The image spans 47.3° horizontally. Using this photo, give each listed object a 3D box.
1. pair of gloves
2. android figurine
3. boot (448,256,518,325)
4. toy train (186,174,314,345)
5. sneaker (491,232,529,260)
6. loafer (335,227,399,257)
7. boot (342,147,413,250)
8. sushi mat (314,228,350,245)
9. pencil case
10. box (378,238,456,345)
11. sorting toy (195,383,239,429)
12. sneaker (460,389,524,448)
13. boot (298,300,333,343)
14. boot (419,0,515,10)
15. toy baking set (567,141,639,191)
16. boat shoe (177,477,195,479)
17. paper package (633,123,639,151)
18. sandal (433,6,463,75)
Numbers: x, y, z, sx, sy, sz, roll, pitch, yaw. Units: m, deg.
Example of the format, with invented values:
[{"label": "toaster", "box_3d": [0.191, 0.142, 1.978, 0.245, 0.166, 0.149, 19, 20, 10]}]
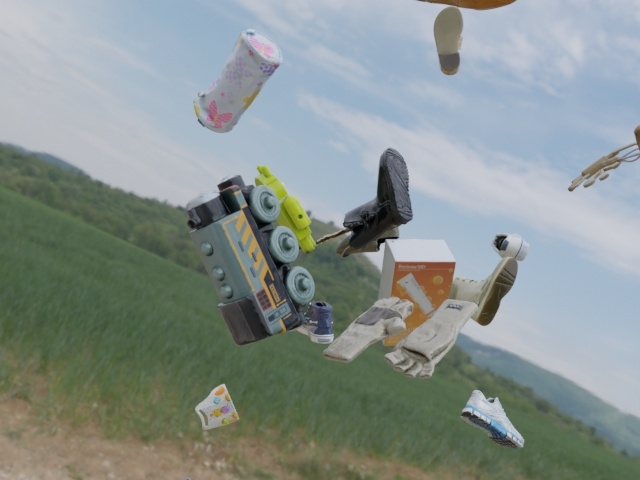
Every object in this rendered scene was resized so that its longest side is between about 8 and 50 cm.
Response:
[{"label": "pair of gloves", "box_3d": [0.145, 0.172, 1.332, 0.240, 0.204, 0.042, 0, -61, 40]}, {"label": "android figurine", "box_3d": [-0.102, -0.091, 2.052, 0.273, 0.056, 0.248, 60, -11, -13]}, {"label": "boot", "box_3d": [0.468, 0.126, 2.128, 0.077, 0.213, 0.165, 27, 1, -32]}, {"label": "toy train", "box_3d": [-0.137, 0.040, 1.409, 0.142, 0.334, 0.190, -17, 9, 39]}, {"label": "sneaker", "box_3d": [0.600, 0.008, 2.363, 0.091, 0.094, 0.258, 26, 1, 0]}, {"label": "loafer", "box_3d": [0.172, 0.004, 2.610, 0.087, 0.251, 0.094, 66, 10, 18]}, {"label": "boot", "box_3d": [0.147, -0.114, 2.025, 0.094, 0.246, 0.207, 21, -37, -40]}, {"label": "sushi mat", "box_3d": [0.000, 0.000, 2.379, 0.019, 0.151, 0.316, 67, -14, -1]}, {"label": "pencil case", "box_3d": [-0.209, -0.396, 1.834, 0.124, 0.273, 0.113, 50, 33, 8]}, {"label": "box", "box_3d": [0.328, 0.183, 2.561, 0.215, 0.345, 0.168, 0, 27, -7]}, {"label": "sorting toy", "box_3d": [-0.215, 0.352, 1.503, 0.083, 0.075, 0.045, 68, -12, -8]}, {"label": "sneaker", "box_3d": [0.403, 0.404, 1.660, 0.190, 0.083, 0.071, 40, -33, -24]}, {"label": "boot", "box_3d": [-0.009, 0.179, 1.712, 0.069, 0.086, 0.190, 2, 4, -18]}, {"label": "boot", "box_3d": [0.311, -0.597, 1.722, 0.295, 0.104, 0.211, 12, 21, 28]}, {"label": "toy baking set", "box_3d": [0.829, -0.214, 2.087, 0.030, 0.256, 0.197, 52, 4, -7]}, {"label": "boat shoe", "box_3d": [-0.269, 0.507, 1.440, 0.183, 0.066, 0.066, 41, 29, -40]}, {"label": "paper package", "box_3d": [1.024, -0.280, 1.813, 0.325, 0.309, 0.168, 12, -49, 60]}, {"label": "sandal", "box_3d": [0.378, -0.575, 2.166, 0.088, 0.240, 0.079, 1, -26, 7]}]
